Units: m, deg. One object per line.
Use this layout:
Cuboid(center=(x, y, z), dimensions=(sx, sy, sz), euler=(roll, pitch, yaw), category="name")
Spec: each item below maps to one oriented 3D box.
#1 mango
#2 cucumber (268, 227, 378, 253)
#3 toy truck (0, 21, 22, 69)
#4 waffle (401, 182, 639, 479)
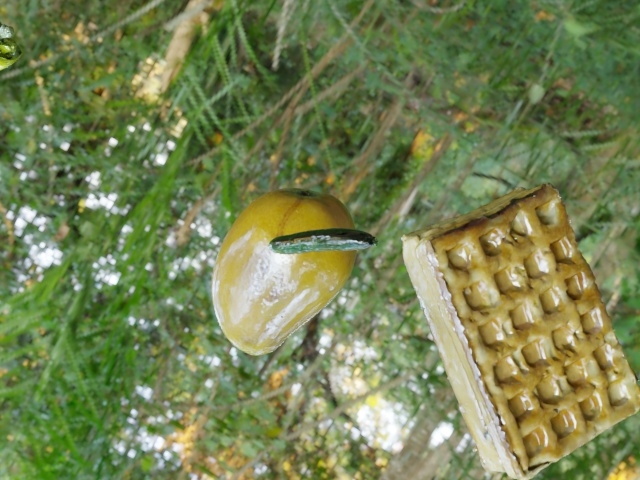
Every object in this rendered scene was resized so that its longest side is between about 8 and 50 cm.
Cuboid(center=(-0.085, 0.060, 1.830), dimensions=(0.264, 0.378, 0.221), euler=(34, -166, 10), category="mango")
Cuboid(center=(0.000, 0.000, 1.264), dimensions=(0.184, 0.036, 0.033), euler=(-5, 152, 38), category="cucumber")
Cuboid(center=(-0.398, -0.250, 1.035), dimensions=(0.076, 0.077, 0.111), euler=(-71, -36, -51), category="toy truck")
Cuboid(center=(0.241, 0.101, 1.066), dimensions=(0.091, 0.213, 0.307), euler=(-15, 97, 66), category="waffle")
